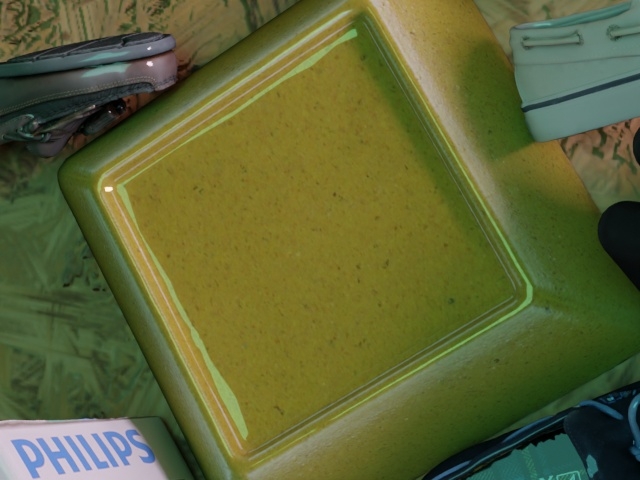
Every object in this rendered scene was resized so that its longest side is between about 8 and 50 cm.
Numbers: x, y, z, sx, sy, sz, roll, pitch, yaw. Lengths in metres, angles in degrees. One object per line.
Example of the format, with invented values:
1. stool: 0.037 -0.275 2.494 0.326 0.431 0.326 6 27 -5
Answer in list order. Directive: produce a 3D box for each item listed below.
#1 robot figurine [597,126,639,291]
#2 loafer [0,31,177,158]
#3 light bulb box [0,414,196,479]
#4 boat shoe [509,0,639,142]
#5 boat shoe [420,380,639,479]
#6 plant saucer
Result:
1. robot figurine: 0.300 0.008 0.820 0.278 0.173 0.209 13 112 38
2. loafer: -0.215 -0.093 1.082 0.268 0.096 0.084 -6 103 26
3. light bulb box: -0.201 0.354 0.955 0.358 0.225 0.361 -35 74 15
4. boat shoe: 0.218 -0.130 0.869 0.267 0.096 0.088 -15 97 54
5. boat shoe: 0.175 0.147 0.910 0.258 0.089 0.109 -27 77 15
6. plant saucer: 0.000 0.000 0.992 0.333 0.081 0.333 -32 76 14
